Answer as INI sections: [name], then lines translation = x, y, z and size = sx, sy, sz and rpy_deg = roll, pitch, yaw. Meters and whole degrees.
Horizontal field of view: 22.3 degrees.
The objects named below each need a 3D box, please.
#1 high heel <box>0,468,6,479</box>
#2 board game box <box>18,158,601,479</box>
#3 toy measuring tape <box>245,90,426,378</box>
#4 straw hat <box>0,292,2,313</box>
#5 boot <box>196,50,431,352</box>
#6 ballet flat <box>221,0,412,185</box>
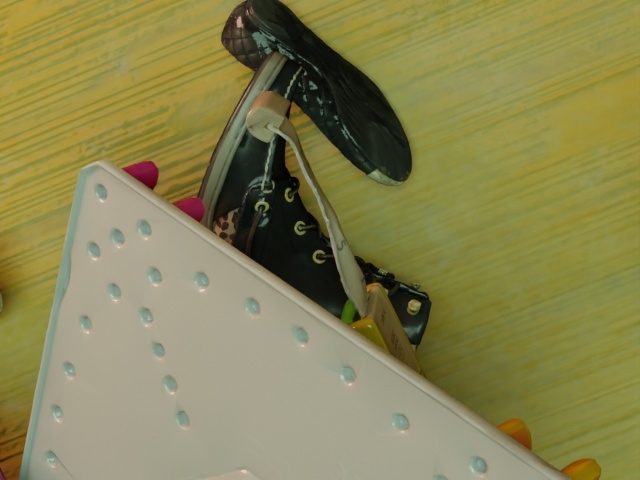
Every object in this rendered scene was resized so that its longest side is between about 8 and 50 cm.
[high heel]
translation = -0.210, 0.304, 1.091
size = 0.377, 0.127, 0.181
rpy_deg = 56, 142, 18
[board game box]
translation = -0.039, 0.196, 1.037
size = 0.390, 0.050, 0.390
rpy_deg = 34, 124, 29
[toy measuring tape]
translation = -0.007, 0.070, 1.060
size = 0.121, 0.121, 0.330
rpy_deg = -24, 108, 7
[straw hat]
translation = -0.297, 0.012, 1.181
size = 0.144, 0.144, 0.061
rpy_deg = 2, 57, 5
[boot]
translation = 0.000, 0.000, 1.139
size = 0.179, 0.085, 0.236
rpy_deg = 20, 110, 2
[ballet flat]
translation = 0.001, -0.104, 1.161
size = 0.173, 0.057, 0.049
rpy_deg = 47, 137, 1
